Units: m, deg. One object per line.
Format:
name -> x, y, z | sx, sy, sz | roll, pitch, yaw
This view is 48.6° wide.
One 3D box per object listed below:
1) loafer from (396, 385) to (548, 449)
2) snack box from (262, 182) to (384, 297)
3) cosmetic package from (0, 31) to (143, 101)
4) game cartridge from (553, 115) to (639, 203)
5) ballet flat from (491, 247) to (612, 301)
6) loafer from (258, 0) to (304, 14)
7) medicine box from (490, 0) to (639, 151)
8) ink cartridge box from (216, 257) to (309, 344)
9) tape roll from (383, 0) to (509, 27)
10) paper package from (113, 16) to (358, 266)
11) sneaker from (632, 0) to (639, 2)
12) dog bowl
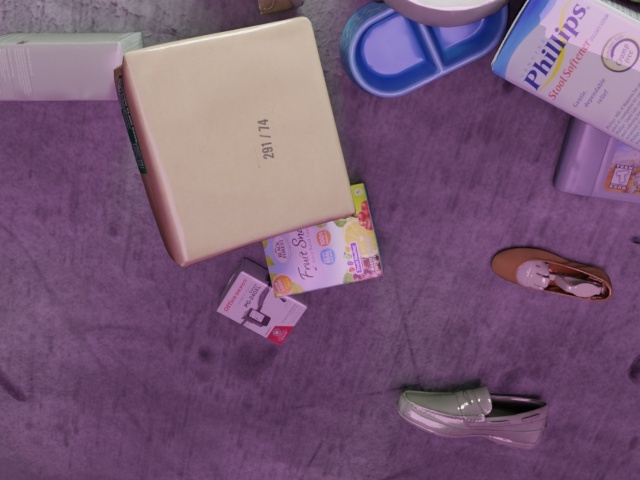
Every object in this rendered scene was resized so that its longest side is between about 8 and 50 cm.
loafer -> 0.316, 0.348, 1.468 | 0.319, 0.112, 0.112 | 11, 110, -11
snack box -> 0.000, 0.000, 1.310 | 0.206, 0.070, 0.175 | -13, 92, 9
cosmetic package -> -0.425, -0.294, 1.193 | 0.237, 0.127, 0.107 | -3, 114, 2
game cartridge -> 0.581, -0.161, 1.247 | 0.297, 0.062, 0.198 | 8, 119, -1
ballet flat -> 0.444, 0.067, 1.346 | 0.232, 0.073, 0.080 | 9, 114, -1
loafer -> -0.119, -0.467, 1.115 | 0.087, 0.094, 0.251 | -28, 111, 10
medicine box -> 0.424, -0.277, 1.047 | 0.289, 0.263, 0.149 | 29, 122, 4
ink cartridge box -> -0.115, 0.121, 1.402 | 0.150, 0.063, 0.109 | 29, 113, -11
tape roll -> 0.192, -0.468, 1.046 | 0.286, 0.100, 0.287 | 0, 94, 5
paper package -> -0.136, -0.155, 1.124 | 0.309, 0.168, 0.325 | -18, 101, -20
sneaker -> 0.440, -0.430, 1.000 | 0.482, 0.202, 0.185 | 17, 114, -31
dog bowl -> 0.173, -0.341, 1.171 | 0.297, 0.074, 0.166 | -24, 111, 12
